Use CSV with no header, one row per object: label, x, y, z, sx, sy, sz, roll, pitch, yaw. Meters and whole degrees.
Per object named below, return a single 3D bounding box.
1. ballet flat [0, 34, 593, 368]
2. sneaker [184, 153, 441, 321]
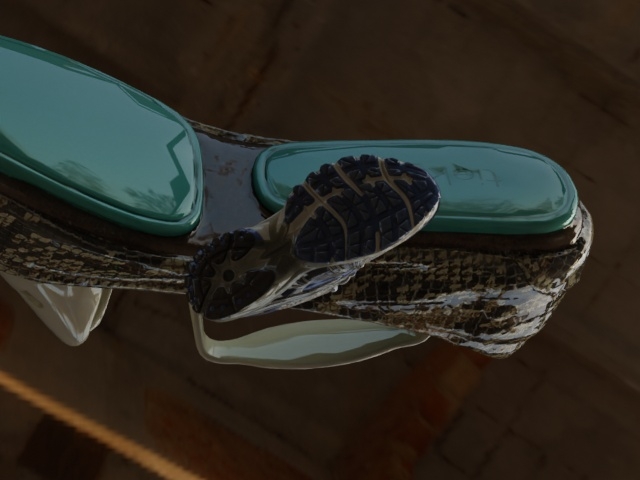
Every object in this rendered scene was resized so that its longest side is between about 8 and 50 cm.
ballet flat,-0.071,0.000,1.046,0.482,0.164,0.182,11,-54,-13
sneaker,0.000,0.000,0.826,0.135,0.058,0.052,-24,-108,16
